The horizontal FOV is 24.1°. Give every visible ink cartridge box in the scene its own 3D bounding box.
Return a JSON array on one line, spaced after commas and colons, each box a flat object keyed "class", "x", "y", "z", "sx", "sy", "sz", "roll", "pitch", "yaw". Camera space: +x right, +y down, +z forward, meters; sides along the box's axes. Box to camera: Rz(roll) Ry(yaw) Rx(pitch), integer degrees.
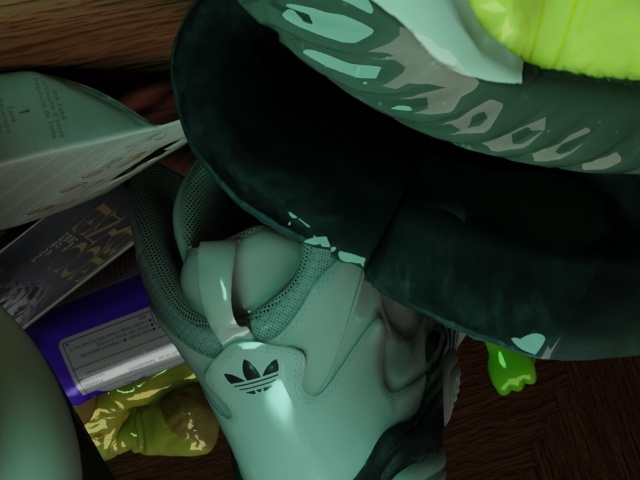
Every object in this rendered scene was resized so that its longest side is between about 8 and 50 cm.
[{"class": "ink cartridge box", "x": -0.137, "y": -0.038, "z": 0.655, "sx": 0.179, "sy": 0.045, "sz": 0.145, "roll": -22, "pitch": 178, "yaw": -42}]

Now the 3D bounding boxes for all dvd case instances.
[{"class": "dvd case", "x": -0.174, "y": 0.022, "z": 0.867, "sx": 0.164, "sy": 0.018, "sz": 0.221, "roll": -38, "pitch": 175, "yaw": -3}]

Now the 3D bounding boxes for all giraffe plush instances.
[{"class": "giraffe plush", "x": -0.208, "y": 0.119, "z": 1.230, "sx": 0.210, "sy": 0.181, "sz": 0.170, "roll": -39, "pitch": 152, "yaw": 24}]

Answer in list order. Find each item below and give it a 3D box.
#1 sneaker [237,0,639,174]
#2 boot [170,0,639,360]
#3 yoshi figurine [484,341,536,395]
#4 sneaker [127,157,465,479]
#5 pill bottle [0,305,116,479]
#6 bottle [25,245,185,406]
[{"class": "sneaker", "x": 0.130, "y": -0.116, "z": 0.417, "sx": 0.385, "sy": 0.145, "sz": 0.147, "roll": -9, "pitch": 138, "yaw": -36}, {"class": "boot", "x": 0.097, "y": -0.031, "z": 0.705, "sx": 0.367, "sy": 0.146, "sz": 0.445, "roll": 14, "pitch": -173, "yaw": 41}, {"class": "yoshi figurine", "x": 0.206, "y": 0.047, "z": 1.647, "sx": 0.362, "sy": 0.203, "sz": 0.203, "roll": -23, "pitch": -172, "yaw": 24}, {"class": "sneaker", "x": 0.000, "y": 0.000, "z": 0.887, "sx": 0.137, "sy": 0.210, "sz": 0.366, "roll": -14, "pitch": -150, "yaw": 17}, {"class": "pill bottle", "x": -0.193, "y": 0.123, "z": 0.619, "sx": 0.210, "sy": 0.210, "sz": 0.363, "roll": -17, "pitch": 160, "yaw": -6}, {"class": "bottle", "x": -0.165, "y": 0.063, "z": 1.053, "sx": 0.283, "sy": 0.092, "sz": 0.118, "roll": -21, "pitch": -170, "yaw": 3}]
